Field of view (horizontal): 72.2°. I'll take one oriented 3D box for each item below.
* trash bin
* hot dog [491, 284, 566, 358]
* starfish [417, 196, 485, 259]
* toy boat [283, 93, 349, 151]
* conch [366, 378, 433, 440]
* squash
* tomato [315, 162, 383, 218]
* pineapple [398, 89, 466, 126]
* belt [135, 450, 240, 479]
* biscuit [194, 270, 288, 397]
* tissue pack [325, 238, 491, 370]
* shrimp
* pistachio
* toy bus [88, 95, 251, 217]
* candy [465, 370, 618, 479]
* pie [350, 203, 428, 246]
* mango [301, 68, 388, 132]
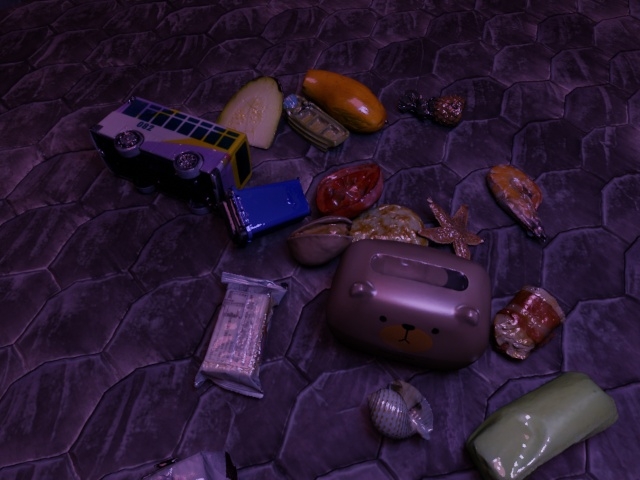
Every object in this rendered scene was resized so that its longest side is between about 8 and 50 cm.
[{"bbox_3d":[-0.157,-0.091,1.268,0.234,0.184,0.163,-18,85,-19],"label":"trash bin"},{"bbox_3d":[0.528,0.212,1.137,0.213,0.103,0.146,-34,84,-10],"label":"hot dog"},{"bbox_3d":[0.379,-0.019,1.286,0.231,0.048,0.295,22,55,-16],"label":"starfish"},{"bbox_3d":[-0.024,-0.407,1.543,0.276,0.084,0.111,40,63,19],"label":"toy boat"},{"bbox_3d":[0.177,0.393,1.013,0.153,0.102,0.135,41,48,-13],"label":"conch"},{"bbox_3d":[-0.240,-0.462,1.535,0.236,0.155,0.204,25,59,14],"label":"squash"},{"bbox_3d":[0.091,-0.131,1.328,0.228,0.101,0.228,-20,34,15],"label":"tomato"},{"bbox_3d":[0.394,-0.482,1.582,0.237,0.119,0.111,16,103,15],"label":"pineapple"},{"bbox_3d":[-0.306,0.526,0.880,0.289,0.184,0.164,-18,54,-18],"label":"belt"},{"bbox_3d":[-0.199,0.232,1.129,0.186,0.079,0.309,8,57,2],"label":"biscuit"},{"bbox_3d":[0.215,0.148,1.071,0.387,0.277,0.267,14,56,8],"label":"tissue pack"},{"bbox_3d":[0.639,-0.125,1.374,0.164,0.062,0.317,-11,55,-11],"label":"shrimp"},{"bbox_3d":[0.000,0.000,1.222,0.223,0.152,0.126,-19,62,38],"label":"pistachio"},{"bbox_3d":[-0.455,-0.273,1.375,0.439,0.209,0.249,20,58,12],"label":"toy bus"},{"bbox_3d":[0.491,0.418,0.980,0.343,0.132,0.142,-25,76,-15],"label":"candy"},{"bbox_3d":[0.189,-0.014,1.283,0.247,0.090,0.201,-6,52,-2],"label":"pie"},{"bbox_3d":[0.084,-0.499,1.555,0.359,0.144,0.187,39,38,20],"label":"mango"}]
